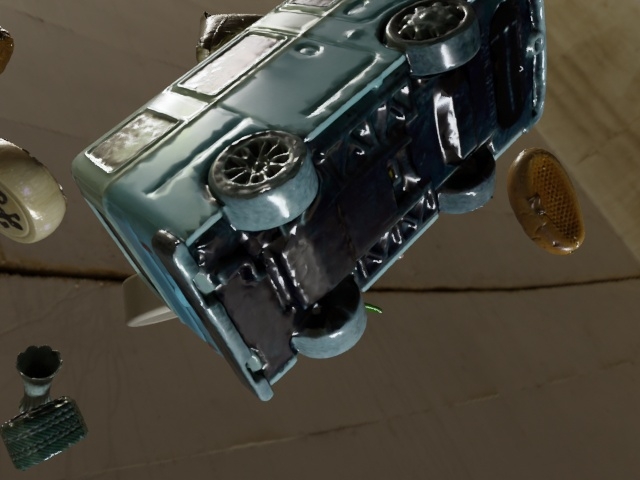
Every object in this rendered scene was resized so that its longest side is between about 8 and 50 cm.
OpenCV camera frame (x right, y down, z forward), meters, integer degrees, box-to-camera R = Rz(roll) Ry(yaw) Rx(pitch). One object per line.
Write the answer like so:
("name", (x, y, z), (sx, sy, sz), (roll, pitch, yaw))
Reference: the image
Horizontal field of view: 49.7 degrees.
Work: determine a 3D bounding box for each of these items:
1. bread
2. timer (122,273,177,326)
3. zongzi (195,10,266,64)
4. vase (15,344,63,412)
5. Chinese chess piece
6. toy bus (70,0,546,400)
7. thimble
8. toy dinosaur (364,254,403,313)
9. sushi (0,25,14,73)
("bread", (0.374, -0.063, 1.160), (0.114, 0.077, 0.189), (-18, -94, -25))
("timer", (-0.283, 0.000, 1.203), (0.175, 0.175, 0.265), (-6, -103, -55))
("zongzi", (-0.150, -0.384, 1.329), (0.176, 0.078, 0.160), (-3, -135, 0))
("vase", (-0.531, 0.274, 1.298), (0.081, 0.148, 0.081), (13, -142, -10))
("Chinese chess piece", (-0.715, -0.112, 1.599), (0.257, 0.257, 0.104), (41, -128, -9))
("toy bus", (0.000, -0.065, 0.416), (0.165, 0.271, 0.133), (29, 152, 39))
("thimble", (-0.495, 0.342, 1.240), (0.135, 0.118, 0.090), (-23, -89, -31))
("toy dinosaur", (0.006, 0.002, 0.774), (0.194, 0.177, 0.152), (20, 179, 43))
("sushi", (-0.670, -0.351, 1.287), (0.140, 0.149, 0.287), (-6, -151, -43))
